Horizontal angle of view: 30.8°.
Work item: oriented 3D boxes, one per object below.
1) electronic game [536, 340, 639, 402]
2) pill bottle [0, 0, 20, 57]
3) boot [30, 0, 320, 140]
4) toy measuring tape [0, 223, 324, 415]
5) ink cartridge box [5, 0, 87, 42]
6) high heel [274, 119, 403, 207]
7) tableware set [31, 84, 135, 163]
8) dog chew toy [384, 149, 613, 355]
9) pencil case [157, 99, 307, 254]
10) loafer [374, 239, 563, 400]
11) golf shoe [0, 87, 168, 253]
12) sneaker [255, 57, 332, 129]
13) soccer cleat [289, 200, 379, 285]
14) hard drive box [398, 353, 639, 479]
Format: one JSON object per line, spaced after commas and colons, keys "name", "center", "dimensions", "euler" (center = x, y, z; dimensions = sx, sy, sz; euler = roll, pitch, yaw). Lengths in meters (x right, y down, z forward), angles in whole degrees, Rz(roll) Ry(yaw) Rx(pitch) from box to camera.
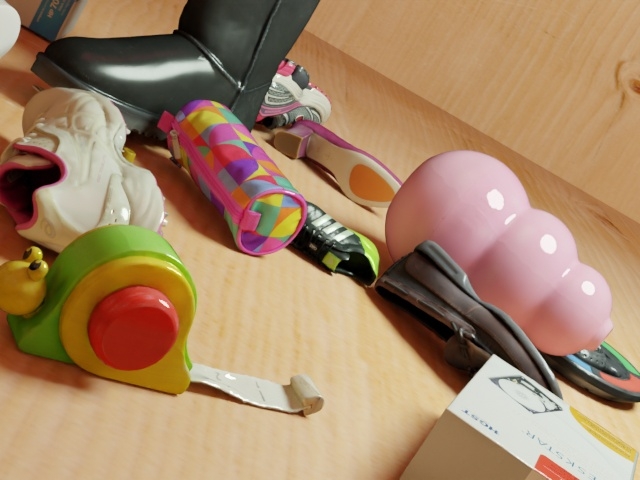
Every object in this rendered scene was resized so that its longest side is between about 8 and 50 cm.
{"name": "electronic game", "center": [0.372, 0.157, 1.671], "dimensions": [0.229, 0.048, 0.229], "euler": [29, 15, -9]}
{"name": "pill bottle", "center": [-0.454, -0.294, 1.410], "dimensions": [0.180, 0.108, 0.108], "euler": [38, 17, 21]}
{"name": "boot", "center": [-0.137, -0.349, 1.498], "dimensions": [0.146, 0.445, 0.367], "euler": [36, 12, 33]}
{"name": "toy measuring tape", "center": [-0.109, 0.063, 0.947], "dimensions": [0.330, 0.121, 0.121], "euler": [20, 19, -36]}
{"name": "ink cartridge box", "center": [-0.454, -0.385, 1.743], "dimensions": [0.190, 0.082, 0.139], "euler": [30, 15, -10]}
{"name": "high heel", "center": [0.048, -0.126, 1.884], "dimensions": [0.244, 0.082, 0.117], "euler": [23, 23, 20]}
{"name": "tableware set", "center": [-0.282, -0.135, 1.408], "dimensions": [0.154, 0.024, 0.104], "euler": [39, 14, 29]}
{"name": "dog chew toy", "center": [0.248, 0.028, 1.561], "dimensions": [0.332, 0.206, 0.206], "euler": [40, 17, 16]}
{"name": "pencil case", "center": [-0.109, -0.081, 1.406], "dimensions": [0.104, 0.104, 0.236], "euler": [16, 22, -43]}
{"name": "loafer", "center": [0.170, 0.117, 1.384], "dimensions": [0.302, 0.095, 0.109], "euler": [51, -15, 46]}
{"name": "golf shoe", "center": [-0.254, -0.078, 1.121], "dimensions": [0.140, 0.115, 0.306], "euler": [15, 21, -36]}
{"name": "sneaker", "center": [-0.071, -0.235, 1.958], "dimensions": [0.121, 0.112, 0.299], "euler": [29, 0, 18]}
{"name": "soccer cleat", "center": [0.000, 0.000, 1.453], "dimensions": [0.179, 0.060, 0.072], "euler": [25, 29, -22]}
{"name": "hard drive box", "center": [0.194, 0.214, 1.090], "dimensions": [0.181, 0.089, 0.232], "euler": [34, 16, 11]}
